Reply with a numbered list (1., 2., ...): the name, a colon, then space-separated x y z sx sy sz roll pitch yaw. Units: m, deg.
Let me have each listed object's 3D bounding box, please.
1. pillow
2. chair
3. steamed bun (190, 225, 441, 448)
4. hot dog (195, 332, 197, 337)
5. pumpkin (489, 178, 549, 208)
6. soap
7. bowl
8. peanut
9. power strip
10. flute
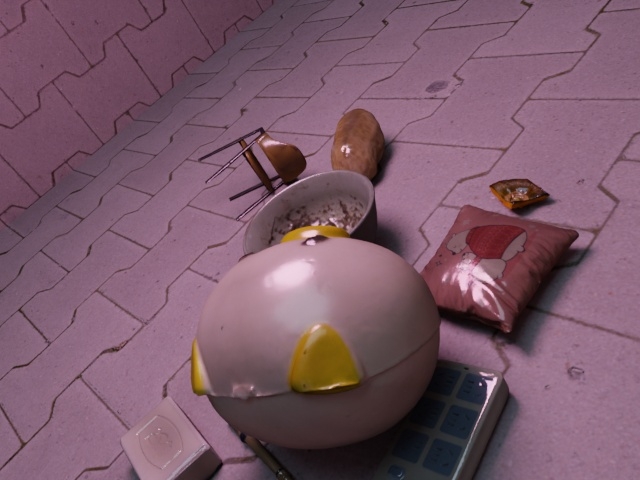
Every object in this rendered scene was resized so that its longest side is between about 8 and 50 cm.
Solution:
1. pillow: 0.278 0.041 0.992 0.223 0.084 0.236 14 58 46
2. chair: -0.173 -0.193 1.590 0.247 0.158 0.172 -33 37 2
3. steamed bun: -0.009 0.146 0.884 0.374 0.334 0.333 -17 36 38
4. hot dog: -0.186 0.211 1.173 0.099 0.065 0.147 -45 47 -17
5. pumpkin: 0.375 -0.086 1.123 0.073 0.035 0.101 -20 31 -2
6. soap: -0.265 0.369 1.040 0.121 0.063 0.183 -42 35 -18
7. bowl: 0.000 0.000 1.216 0.289 0.146 0.289 -20 35 15
8. peanut: 0.091 -0.223 1.446 0.129 0.129 0.224 -10 49 30
9. power strip: 0.162 0.282 0.818 0.118 0.046 0.270 6 50 43
10. flute: -0.101 0.342 0.973 0.027 0.027 0.233 -44 35 -16
